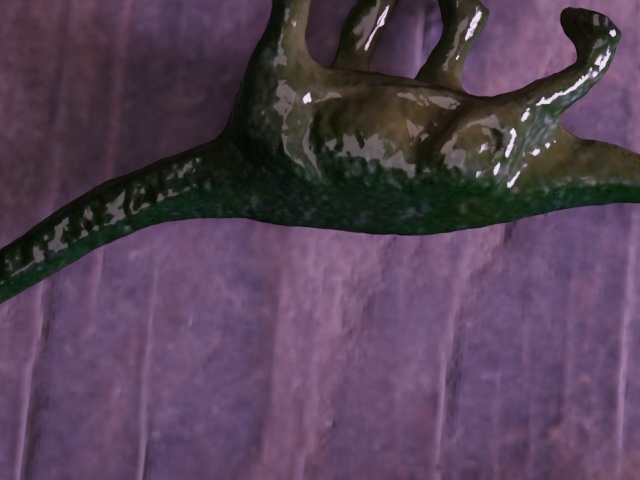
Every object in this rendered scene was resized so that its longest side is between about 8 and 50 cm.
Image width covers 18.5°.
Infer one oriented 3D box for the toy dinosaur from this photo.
[{"bbox_3d":[0.000,0.000,0.935,0.447,0.087,0.301,24,79,3],"label":"toy dinosaur"}]
